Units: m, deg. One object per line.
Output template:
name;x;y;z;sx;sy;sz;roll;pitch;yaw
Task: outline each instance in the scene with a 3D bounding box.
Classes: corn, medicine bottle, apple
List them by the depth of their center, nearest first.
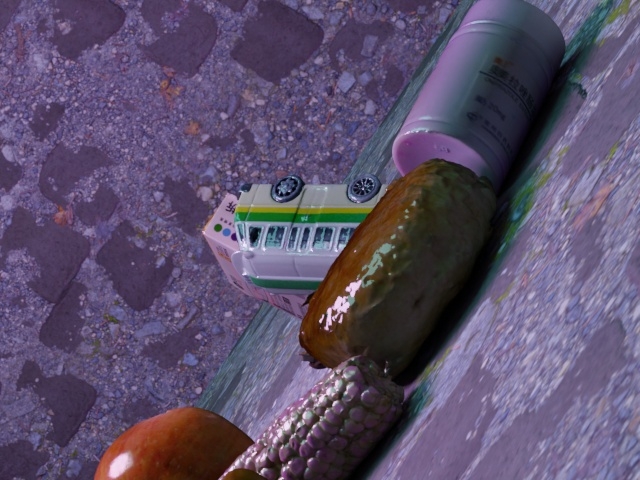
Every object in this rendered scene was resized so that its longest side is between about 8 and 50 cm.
corn;-0.028;0.258;1.581;0.335;0.126;0.126;-54;6;29
medicine bottle;0.212;-0.184;1.804;0.254;0.152;0.152;-60;6;-28
apple;-0.196;0.355;1.940;0.242;0.242;0.241;-55;-1;21

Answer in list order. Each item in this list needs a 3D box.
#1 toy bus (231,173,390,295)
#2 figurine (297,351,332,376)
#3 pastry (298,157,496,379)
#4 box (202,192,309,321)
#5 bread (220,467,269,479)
toy bus;0.000;0.000;2.052;0.133;0.276;0.165;58;-139;-46
figurine;0.026;0.143;1.914;0.197;0.093;0.147;-62;-4;-34
pastry;0.096;0.033;1.680;0.329;0.136;0.329;-57;4;6
box;-0.070;0.043;2.312;0.091;0.221;0.274;-60;-12;-14
bread;-0.130;0.428;1.433;0.337;0.148;0.328;-57;1;29
